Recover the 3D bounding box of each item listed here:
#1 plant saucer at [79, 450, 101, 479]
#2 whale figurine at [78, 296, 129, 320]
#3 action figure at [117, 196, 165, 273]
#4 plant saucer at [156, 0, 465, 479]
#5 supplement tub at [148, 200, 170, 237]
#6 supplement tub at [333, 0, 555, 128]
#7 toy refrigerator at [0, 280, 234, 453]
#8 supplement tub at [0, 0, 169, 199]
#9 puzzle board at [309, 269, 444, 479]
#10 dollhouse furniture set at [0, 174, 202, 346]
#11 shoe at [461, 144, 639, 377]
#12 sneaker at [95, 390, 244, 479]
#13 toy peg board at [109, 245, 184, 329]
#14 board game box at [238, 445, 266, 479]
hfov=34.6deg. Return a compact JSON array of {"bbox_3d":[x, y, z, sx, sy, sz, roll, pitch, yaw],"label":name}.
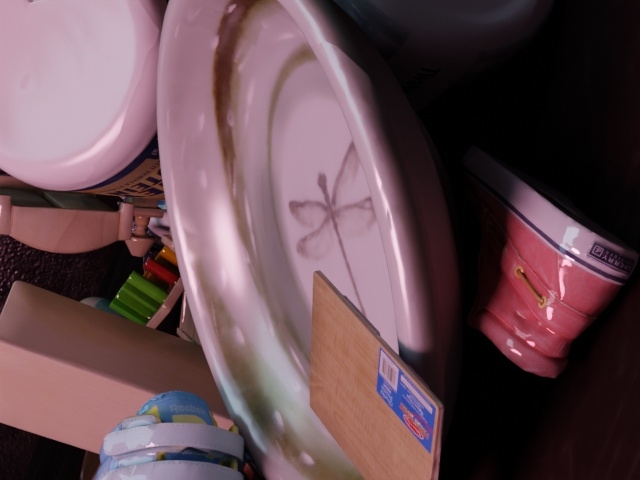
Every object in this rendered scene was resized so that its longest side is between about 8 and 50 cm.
[{"bbox_3d":[-0.321,0.291,1.650,0.310,0.050,0.310,-58,19,34],"label":"plant saucer"},{"bbox_3d":[-0.389,0.233,1.849,0.216,0.141,0.272,-61,-19,-54],"label":"whale figurine"},{"bbox_3d":[-0.258,-0.072,1.729,0.276,0.141,0.164,-62,-16,13],"label":"action figure"},{"bbox_3d":[0.000,0.000,0.695,0.400,0.100,0.400,45,142,51],"label":"plant saucer"},{"bbox_3d":[-0.134,-0.089,1.355,0.144,0.144,0.200,-21,49,69],"label":"supplement tub"},{"bbox_3d":[0.029,-0.167,0.830,0.316,0.193,0.193,-38,33,62],"label":"supplement tub"},{"bbox_3d":[-0.184,0.141,0.982,0.102,0.269,0.094,-58,18,33],"label":"toy refrigerator"},{"bbox_3d":[-0.181,-0.156,1.043,0.228,0.228,0.316,-65,-20,9],"label":"supplement tub"},{"bbox_3d":[0.028,0.086,0.542,0.128,0.011,0.096,45,141,49],"label":"puzzle board"},{"bbox_3d":[-0.255,0.036,1.107,0.303,0.355,0.174,-157,72,-65],"label":"dollhouse furniture set"},{"bbox_3d":[0.107,0.007,0.579,0.081,0.063,0.178,-61,20,13],"label":"shoe"},{"bbox_3d":[-0.084,0.209,0.707,0.319,0.127,0.208,-8,69,52],"label":"sneaker"},{"bbox_3d":[-0.252,0.056,1.609,0.161,0.079,0.160,-43,15,55],"label":"toy peg board"},{"bbox_3d":[-0.073,0.269,0.853,0.170,0.048,0.141,-69,15,-3],"label":"board game box"}]
